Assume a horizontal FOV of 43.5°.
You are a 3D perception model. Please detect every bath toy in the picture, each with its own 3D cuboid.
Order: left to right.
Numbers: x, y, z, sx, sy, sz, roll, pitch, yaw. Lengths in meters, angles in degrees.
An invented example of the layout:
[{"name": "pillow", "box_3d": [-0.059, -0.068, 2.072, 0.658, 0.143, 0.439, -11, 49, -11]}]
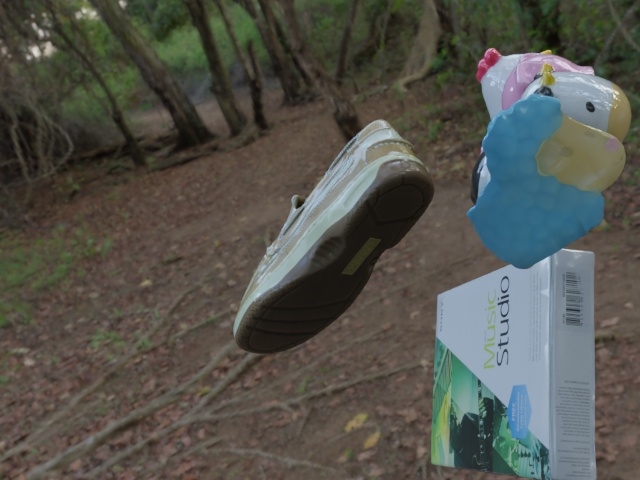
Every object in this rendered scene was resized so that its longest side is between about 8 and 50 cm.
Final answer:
[{"name": "bath toy", "box_3d": [0.197, -0.110, 0.738, 0.151, 0.129, 0.348, -35, 11, 22]}]

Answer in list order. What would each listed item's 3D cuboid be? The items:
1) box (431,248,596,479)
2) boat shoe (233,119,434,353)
[{"name": "box", "box_3d": [0.212, 0.153, 0.938, 0.058, 0.232, 0.322, 7, -14, -10]}, {"name": "boat shoe", "box_3d": [0.000, 0.000, 0.538, 0.190, 0.068, 0.072, -47, 47, 28]}]
